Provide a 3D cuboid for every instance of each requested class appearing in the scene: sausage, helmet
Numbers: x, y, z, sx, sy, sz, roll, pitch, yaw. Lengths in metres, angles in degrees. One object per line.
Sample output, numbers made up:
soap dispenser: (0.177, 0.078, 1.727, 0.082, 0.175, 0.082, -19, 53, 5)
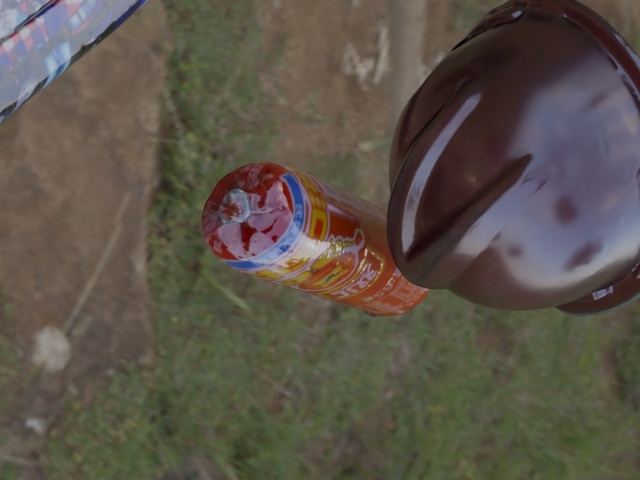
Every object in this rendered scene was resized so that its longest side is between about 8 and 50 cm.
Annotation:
sausage: (0.000, 0.000, 0.480, 0.034, 0.034, 0.129, -68, 157, 0)
helmet: (0.048, -0.010, 0.451, 0.057, 0.089, 0.111, -31, 157, -27)

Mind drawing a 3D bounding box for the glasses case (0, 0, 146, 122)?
glasses case: (-0.155, -0.092, 0.673, 0.327, 0.125, 0.076, -49, 125, -42)
